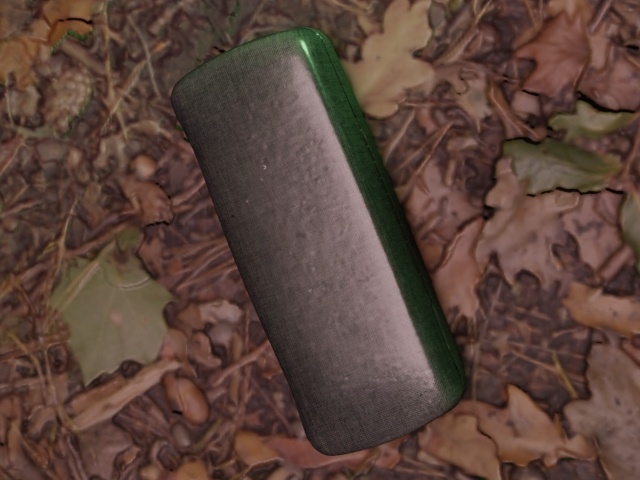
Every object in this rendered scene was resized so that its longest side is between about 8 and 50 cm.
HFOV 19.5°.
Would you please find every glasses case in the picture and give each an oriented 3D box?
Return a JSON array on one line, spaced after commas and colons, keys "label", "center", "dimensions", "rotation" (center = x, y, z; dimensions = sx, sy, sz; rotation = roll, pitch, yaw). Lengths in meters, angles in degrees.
[{"label": "glasses case", "center": [0.000, 0.000, 1.430], "dimensions": [0.131, 0.074, 0.323], "rotation": [-23, 89, 19]}]
